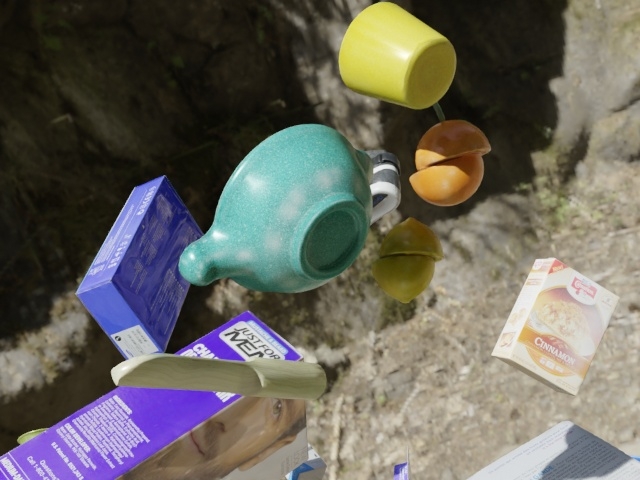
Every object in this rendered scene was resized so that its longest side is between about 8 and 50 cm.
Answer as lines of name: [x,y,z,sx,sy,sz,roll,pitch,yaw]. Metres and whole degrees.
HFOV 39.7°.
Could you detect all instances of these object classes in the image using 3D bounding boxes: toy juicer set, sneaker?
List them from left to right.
toy juicer set: [0.000,0.000,0.678,0.329,0.209,0.089,-51,49,-5]
sneaker: [0.058,-0.076,1.494,0.216,0.079,0.121,-29,39,40]

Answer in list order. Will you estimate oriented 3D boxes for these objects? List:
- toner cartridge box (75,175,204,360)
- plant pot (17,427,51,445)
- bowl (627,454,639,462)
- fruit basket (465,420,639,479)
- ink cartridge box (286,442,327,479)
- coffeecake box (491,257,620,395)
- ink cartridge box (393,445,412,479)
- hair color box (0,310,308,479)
toner cartridge box: [-0.307,0.042,1.580,0.075,0.165,0.348,-19,28,18]
plant pot: [-0.438,0.351,1.417,0.083,0.083,0.079,-19,64,7]
bowl: [0.599,0.589,1.789,0.391,0.077,0.391,-17,22,7]
fruit basket: [0.229,0.328,0.847,0.327,0.166,0.353,-26,18,-19]
ink cartridge box: [-0.035,0.295,1.212,0.048,0.028,0.083,-4,32,-37]
coffeecake box: [0.396,0.144,1.489,0.186,0.142,0.068,-63,13,-10]
ink cartridge box: [0.178,0.580,1.869,0.045,0.208,0.206,-5,29,8]
hair color box: [-0.172,0.242,0.949,0.338,0.185,0.110,-31,48,-31]
